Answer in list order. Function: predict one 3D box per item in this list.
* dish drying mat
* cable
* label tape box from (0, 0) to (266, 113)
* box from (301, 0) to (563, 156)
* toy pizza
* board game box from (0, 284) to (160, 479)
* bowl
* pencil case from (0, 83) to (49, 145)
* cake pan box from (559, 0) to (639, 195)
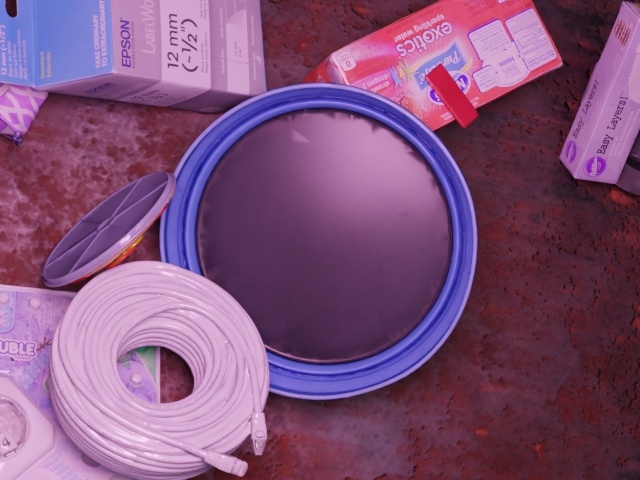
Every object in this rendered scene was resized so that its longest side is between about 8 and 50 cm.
[{"bbox_3d":[0.168,-0.185,1.629,0.032,0.008,0.083,-40,97,-18],"label":"dish drying mat"},{"bbox_3d":[-0.185,0.151,1.476,0.257,0.089,0.257,13,54,-12],"label":"cable"},{"bbox_3d":[-0.234,-0.302,1.548,0.348,0.115,0.249,4,80,-45],"label":"label tape box"},{"bbox_3d":[0.149,-0.226,1.708,0.300,0.142,0.154,-29,92,-19],"label":"box"},{"bbox_3d":[-0.248,-0.008,1.527,0.201,0.201,0.032,-46,113,-18],"label":"toy pizza"},{"bbox_3d":[-0.371,0.212,1.448,0.390,0.050,0.390,7,57,-17],"label":"board game box"},{"bbox_3d":[0.000,0.000,1.582,0.391,0.077,0.391,1,97,7],"label":"bowl"},{"bbox_3d":[-0.361,-0.223,1.577,0.086,0.088,0.206,23,72,11],"label":"pencil case"},{"bbox_3d":[0.490,-0.188,1.777,0.246,0.070,0.267,9,122,-16],"label":"cake pan box"}]
